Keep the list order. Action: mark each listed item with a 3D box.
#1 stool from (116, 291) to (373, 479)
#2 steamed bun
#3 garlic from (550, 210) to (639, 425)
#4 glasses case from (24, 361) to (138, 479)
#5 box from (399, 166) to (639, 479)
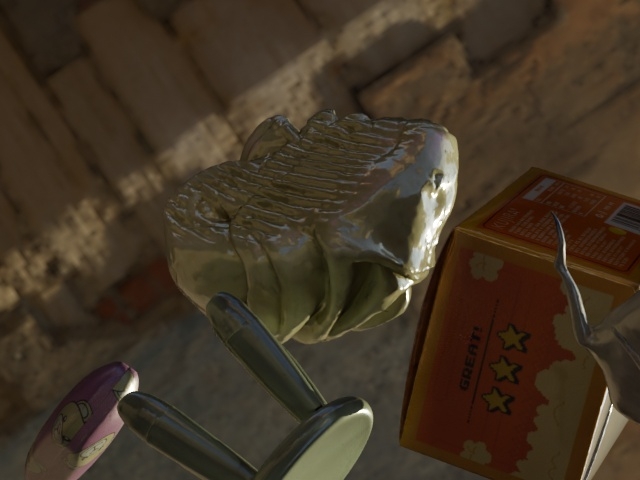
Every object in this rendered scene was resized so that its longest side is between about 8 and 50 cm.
[{"bbox_3d":[-0.076,0.196,1.723,0.198,0.195,0.195,38,-7,23],"label":"stool"},{"bbox_3d":[0.000,0.000,1.985,0.339,0.352,0.247,7,-41,37],"label":"steamed bun"},{"bbox_3d":[0.352,0.097,1.139,0.231,0.340,0.246,-96,175,-51],"label":"garlic"},{"bbox_3d":[-0.286,0.226,1.906,0.076,0.123,0.316,38,-27,-2],"label":"glasses case"},{"bbox_3d":[0.241,0.092,1.725,0.213,0.260,0.283,21,22,18],"label":"box"}]
